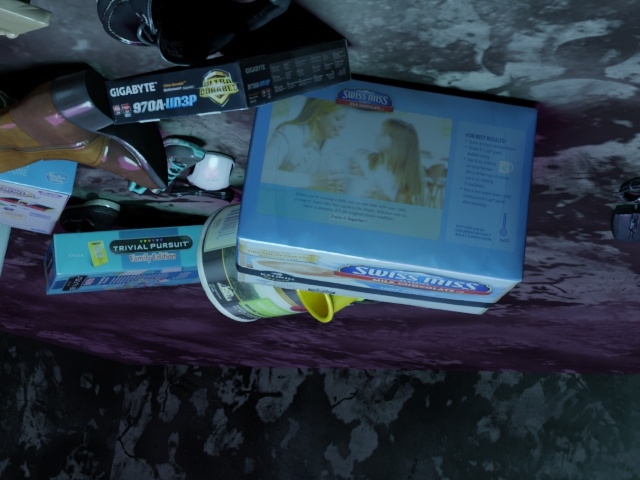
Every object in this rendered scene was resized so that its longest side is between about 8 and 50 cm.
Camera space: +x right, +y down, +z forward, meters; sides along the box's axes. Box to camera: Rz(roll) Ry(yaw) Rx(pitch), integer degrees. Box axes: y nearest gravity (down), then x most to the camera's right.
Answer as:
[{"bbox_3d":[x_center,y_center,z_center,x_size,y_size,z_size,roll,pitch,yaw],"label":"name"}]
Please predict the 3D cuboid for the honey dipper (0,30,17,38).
[{"bbox_3d":[-0.437,-0.252,1.325,0.161,0.030,0.030,1,164,11],"label":"honey dipper"}]

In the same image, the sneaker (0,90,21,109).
[{"bbox_3d":[-0.439,-0.172,1.546,0.192,0.064,0.086,16,168,-18],"label":"sneaker"}]

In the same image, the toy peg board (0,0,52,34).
[{"bbox_3d":[-0.364,-0.278,1.128,0.161,0.079,0.161,16,179,-28],"label":"toy peg board"}]

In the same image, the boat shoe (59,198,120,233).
[{"bbox_3d":[-0.447,-0.030,2.088,0.075,0.065,0.206,19,162,-32],"label":"boat shoe"}]

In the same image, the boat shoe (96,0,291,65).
[{"bbox_3d":[-0.126,-0.229,1.076,0.127,0.113,0.340,21,160,-41],"label":"boat shoe"}]

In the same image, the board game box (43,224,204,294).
[{"bbox_3d":[-0.345,0.035,2.091,0.336,0.079,0.254,-4,170,-19],"label":"board game box"}]

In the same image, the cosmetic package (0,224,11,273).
[{"bbox_3d":[-0.819,0.098,2.118,0.327,0.393,0.329,15,165,-26],"label":"cosmetic package"}]

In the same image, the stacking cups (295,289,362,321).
[{"bbox_3d":[0.108,0.003,1.593,0.316,0.096,0.096,-30,-178,-26],"label":"stacking cups"}]

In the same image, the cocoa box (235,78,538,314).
[{"bbox_3d":[0.076,-0.055,1.399,0.347,0.231,0.228,9,166,-2],"label":"cocoa box"}]

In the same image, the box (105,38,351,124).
[{"bbox_3d":[-0.095,-0.174,1.193,0.175,0.051,0.220,-2,-166,32],"label":"box"}]

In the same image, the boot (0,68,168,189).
[{"bbox_3d":[-0.377,-0.114,1.525,0.280,0.096,0.264,-16,157,17],"label":"boot"}]

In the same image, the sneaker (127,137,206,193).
[{"bbox_3d":[-0.235,-0.108,1.666,0.065,0.076,0.166,20,161,-42],"label":"sneaker"}]

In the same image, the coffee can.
[{"bbox_3d":[-0.033,0.016,1.751,0.275,0.201,0.201,-12,156,42],"label":"coffee can"}]

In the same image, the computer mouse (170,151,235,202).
[{"bbox_3d":[-0.182,-0.095,1.755,0.106,0.042,0.193,10,165,-8],"label":"computer mouse"}]

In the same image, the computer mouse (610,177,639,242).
[{"bbox_3d":[0.472,-0.040,1.638,0.071,0.041,0.242,5,165,13],"label":"computer mouse"}]

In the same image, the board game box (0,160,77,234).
[{"bbox_3d":[-0.562,-0.095,1.904,0.242,0.064,0.316,12,165,-17],"label":"board game box"}]
